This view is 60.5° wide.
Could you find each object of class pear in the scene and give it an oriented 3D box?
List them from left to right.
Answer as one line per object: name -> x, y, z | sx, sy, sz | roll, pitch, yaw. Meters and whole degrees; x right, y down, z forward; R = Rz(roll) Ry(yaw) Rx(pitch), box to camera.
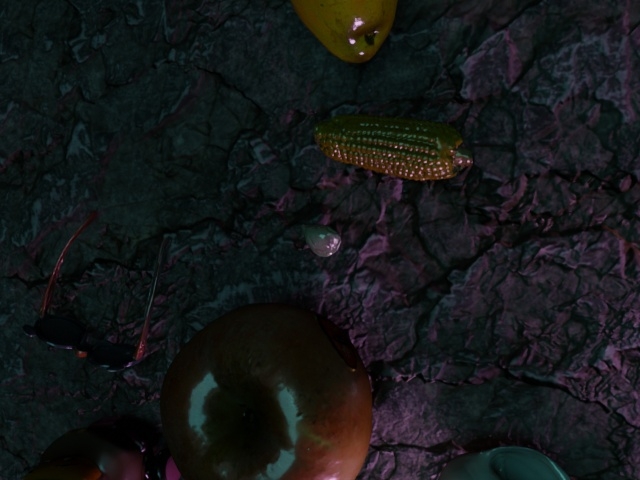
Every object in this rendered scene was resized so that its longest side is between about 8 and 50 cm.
pear -> 0.036, -0.382, 0.826 | 0.187, 0.187, 0.220 | -13, 87, 16

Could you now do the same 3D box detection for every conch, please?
conch -> 0.297, 0.417, 0.884 | 0.220, 0.121, 0.185 | 8, 99, 8

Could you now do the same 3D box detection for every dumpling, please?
dumpling -> 0.000, 0.001, 0.958 | 0.077, 0.043, 0.060 | 6, 120, 11

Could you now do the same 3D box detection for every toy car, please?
toy car -> -0.418, 0.519, 1.027 | 0.271, 0.240, 0.341 | -12, 91, 18

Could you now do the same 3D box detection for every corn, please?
corn -> 0.114, -0.154, 0.882 | 0.261, 0.097, 0.097 | 13, 100, 16

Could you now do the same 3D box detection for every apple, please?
apple -> -0.066, 0.265, 0.879 | 0.338, 0.305, 0.339 | -2, 84, 22

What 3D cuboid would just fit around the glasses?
glasses -> -0.422, 0.095, 1.042 | 0.234, 0.118, 0.269 | 19, 101, 14
